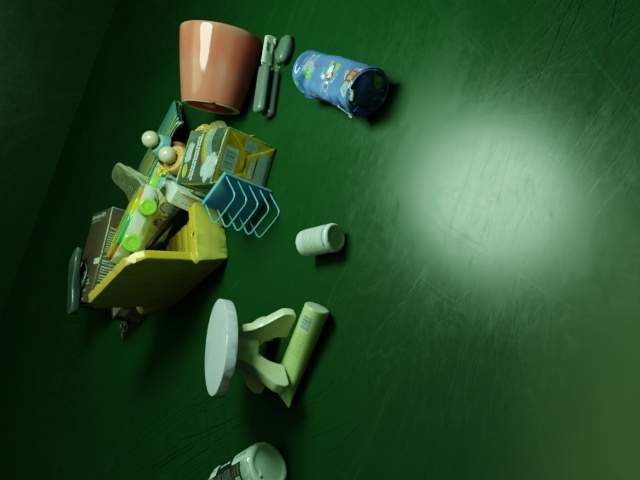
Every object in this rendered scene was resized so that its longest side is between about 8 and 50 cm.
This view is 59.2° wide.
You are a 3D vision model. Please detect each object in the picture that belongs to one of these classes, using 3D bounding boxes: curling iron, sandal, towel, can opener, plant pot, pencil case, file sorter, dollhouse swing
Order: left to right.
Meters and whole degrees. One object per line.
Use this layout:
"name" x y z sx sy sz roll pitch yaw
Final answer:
"sandal" -0.915 0.153 2.125 0.097 0.055 0.254 -11 75 53
"dollhouse swing" -0.517 0.037 1.741 0.347 0.305 0.314 -38 49 32
"towel" -0.637 -0.358 2.213 0.370 0.040 0.271 -57 27 17
"curling iron" -0.528 -0.053 1.987 0.273 0.068 0.035 -56 40 7
"plant pot" -0.343 -0.555 1.854 0.275 0.275 0.242 12 93 50
"file sorter" -0.217 -0.091 1.569 0.118 0.170 0.104 -49 48 22
"can opener" -0.152 -0.520 1.755 0.093 0.074 0.280 -5 70 46
"pencil case" 0.044 -0.404 1.453 0.306 0.120 0.133 38 105 49

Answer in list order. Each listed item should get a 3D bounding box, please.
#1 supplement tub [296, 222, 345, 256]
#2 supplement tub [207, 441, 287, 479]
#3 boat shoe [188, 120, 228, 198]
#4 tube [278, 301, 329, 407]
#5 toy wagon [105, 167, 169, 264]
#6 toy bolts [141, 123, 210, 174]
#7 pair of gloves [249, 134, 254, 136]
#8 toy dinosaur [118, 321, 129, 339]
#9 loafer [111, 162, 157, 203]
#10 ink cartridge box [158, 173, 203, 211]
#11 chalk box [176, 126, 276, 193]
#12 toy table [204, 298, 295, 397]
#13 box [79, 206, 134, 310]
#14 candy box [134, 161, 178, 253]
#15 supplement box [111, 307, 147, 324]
"supplement tub" 0.000 0.000 1.363 0.107 0.071 0.070 -11 66 44
"supplement tub" -0.176 0.548 1.285 0.190 0.117 0.116 -39 48 29
"boat shoe" -0.373 -0.281 1.883 0.105 0.089 0.284 -14 64 44
"tube" -0.051 0.262 1.323 0.062 0.070 0.240 23 98 6
"toy wagon" -0.584 -0.083 1.801 0.267 0.068 0.344 -3 64 64
"toy bolts" -0.509 -0.341 1.972 0.229 0.159 0.218 19 83 38
"pair of gloves" -0.257 -0.322 1.796 0.083 0.074 0.010 7 116 50
"toy dinosaur" -0.717 0.298 2.055 0.090 0.047 0.082 -61 21 24
"loafer" -0.647 -0.193 2.015 0.268 0.092 0.101 44 115 31
"ink cartridge box" -0.465 -0.152 1.881 0.061 0.104 0.181 -57 43 8
"chalk box" -0.307 -0.227 1.722 0.289 0.179 0.180 9 81 50
"toy table" -0.174 0.260 1.333 0.274 0.161 0.252 -102 33 -48
"box" -0.834 0.076 2.204 0.191 0.143 0.380 -11 64 46
"candy box" -0.599 -0.109 2.060 0.183 0.088 0.316 38 102 49
"supplement box" -0.632 0.199 1.951 0.188 0.104 0.080 -45 45 25
